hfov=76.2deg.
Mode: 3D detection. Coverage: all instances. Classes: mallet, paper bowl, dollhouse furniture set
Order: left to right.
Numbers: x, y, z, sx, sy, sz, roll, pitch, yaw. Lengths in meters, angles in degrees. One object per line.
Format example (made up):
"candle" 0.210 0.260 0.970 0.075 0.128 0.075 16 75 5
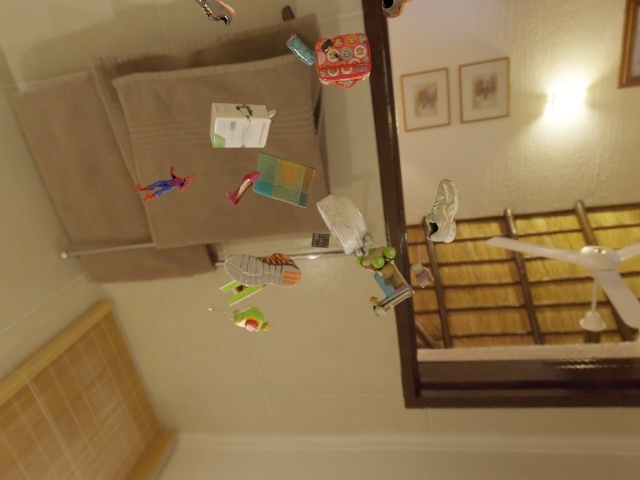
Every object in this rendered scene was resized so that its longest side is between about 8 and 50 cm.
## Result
"mallet" 0.052 -0.867 1.894 0.062 0.039 0.190 -40 -130 26
"paper bowl" 0.111 -0.089 1.901 0.148 0.284 0.284 -32 -156 0
"dollhouse furniture set" 0.361 0.195 1.965 0.286 0.198 0.303 -37 168 17

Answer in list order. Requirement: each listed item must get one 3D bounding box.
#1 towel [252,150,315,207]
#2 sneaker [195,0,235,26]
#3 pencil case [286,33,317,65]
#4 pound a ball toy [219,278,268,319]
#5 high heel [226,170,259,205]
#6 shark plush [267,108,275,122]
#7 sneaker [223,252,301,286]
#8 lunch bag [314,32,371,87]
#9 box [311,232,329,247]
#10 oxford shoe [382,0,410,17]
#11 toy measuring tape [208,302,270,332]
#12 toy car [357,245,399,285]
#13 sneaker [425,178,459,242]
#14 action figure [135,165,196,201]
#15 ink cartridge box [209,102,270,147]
"towel" -0.234 -0.382 2.583 0.369 0.272 0.040 18 -159 5
"sneaker" -0.344 -0.731 1.284 0.157 0.065 0.061 17 179 -35
"pencil case" -0.089 -0.909 1.951 0.064 0.151 0.070 -14 -126 45
"pound a ball toy" -0.422 0.295 2.336 0.319 0.208 0.135 -29 -176 27
"high heel" -0.437 -0.301 2.374 0.244 0.082 0.117 -36 -129 -5
"shark plush" -0.332 -0.708 2.316 0.161 0.067 0.073 -5 162 21
"sneaker" -0.246 0.115 1.731 0.320 0.125 0.180 14 -167 -12
"lunch bag" 0.121 -0.943 2.174 0.292 0.259 0.120 -8 -178 3
"box" 0.000 0.000 1.962 0.083 0.067 0.018 4 -174 -13
"oxford shoe" 0.276 -0.933 1.586 0.098 0.097 0.271 -17 -170 -4
"toy measuring tape" -0.398 0.375 2.076 0.329 0.122 0.121 28 -165 -16
"toy car" 0.288 0.136 1.893 0.148 0.189 0.155 -35 -167 -25
"sneaker" 0.490 -0.119 1.670 0.120 0.263 0.099 -3 -173 -20
"action figure" -0.658 -0.267 1.793 0.139 0.091 0.280 -47 175 30
"ink cartridge box" -0.330 -0.466 1.665 0.219 0.160 0.093 -5 -122 -23
